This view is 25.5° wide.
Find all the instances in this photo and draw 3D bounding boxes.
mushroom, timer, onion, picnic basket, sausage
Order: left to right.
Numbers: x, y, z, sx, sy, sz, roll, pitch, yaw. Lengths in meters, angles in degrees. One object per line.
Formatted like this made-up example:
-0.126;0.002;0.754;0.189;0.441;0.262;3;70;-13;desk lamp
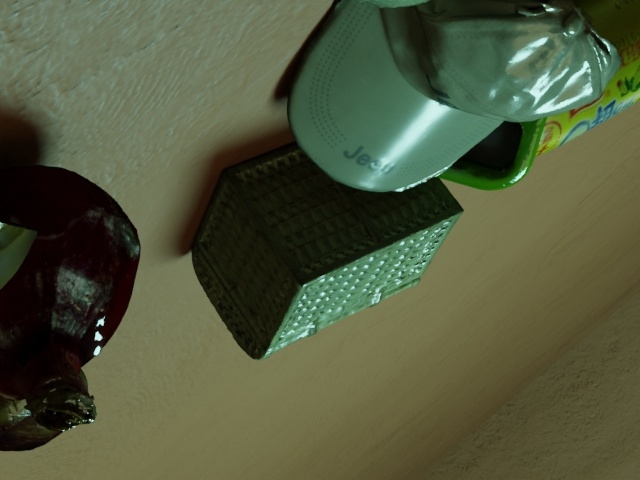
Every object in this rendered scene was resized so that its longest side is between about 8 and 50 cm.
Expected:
-0.203;0.037;0.949;0.173;0.198;0.135;-35;131;4;onion
-0.268;0.156;1.308;0.123;0.052;0.123;-34;158;-16;mushroom
0.000;0.000;1.289;0.196;0.134;0.154;-25;159;-33;picnic basket
0.126;-0.113;1.235;0.047;0.140;0.128;-62;167;-61;timer
0.260;-0.178;1.342;0.347;0.123;0.123;-29;159;-20;sausage

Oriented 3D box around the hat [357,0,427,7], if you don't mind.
0.048;-0.220;0.867;0.257;0.130;0.257;-32;161;-13;hat

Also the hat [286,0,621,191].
0.106;-0.108;1.103;0.214;0.149;0.245;16;117;-29;hat

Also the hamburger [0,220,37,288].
-0.293;0.018;0.805;0.261;0.139;0.243;-38;160;5;hamburger
